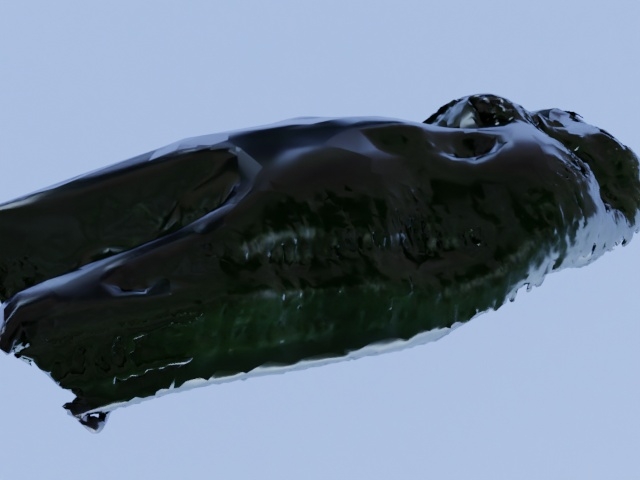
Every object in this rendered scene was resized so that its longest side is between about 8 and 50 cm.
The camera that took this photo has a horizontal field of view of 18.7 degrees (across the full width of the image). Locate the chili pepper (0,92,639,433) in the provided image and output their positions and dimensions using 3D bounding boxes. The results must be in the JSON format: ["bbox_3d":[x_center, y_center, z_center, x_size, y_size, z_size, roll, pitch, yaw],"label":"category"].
[{"bbox_3d":[0.000,-0.002,0.521,0.098,0.224,0.061,29,-61,44],"label":"chili pepper"}]
